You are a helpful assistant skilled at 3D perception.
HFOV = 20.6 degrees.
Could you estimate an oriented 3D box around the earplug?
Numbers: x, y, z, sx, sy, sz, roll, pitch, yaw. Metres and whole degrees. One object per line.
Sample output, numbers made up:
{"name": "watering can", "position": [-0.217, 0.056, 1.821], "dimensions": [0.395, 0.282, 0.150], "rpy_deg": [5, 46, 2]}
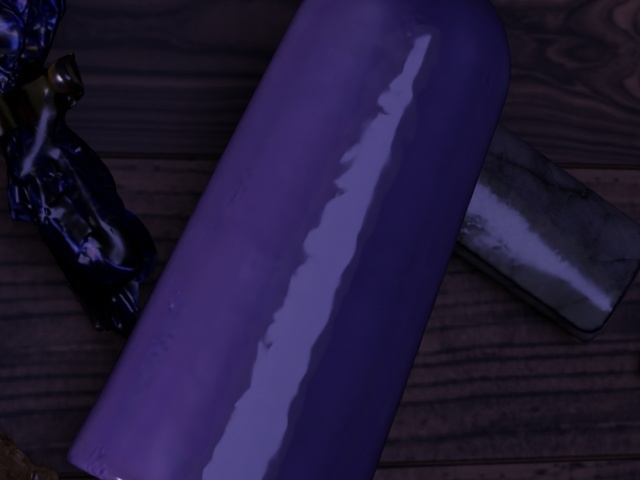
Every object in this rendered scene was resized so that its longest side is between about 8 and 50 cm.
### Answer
{"name": "earplug", "position": [0.000, 0.000, 1.292], "dimensions": [0.215, 0.215, 0.456], "rpy_deg": [25, 82, -13]}

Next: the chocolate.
{"name": "chocolate", "position": [-0.208, -0.085, 1.303], "dimensions": [0.126, 0.148, 0.343], "rpy_deg": [-17, 85, -34]}

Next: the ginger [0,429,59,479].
{"name": "ginger", "position": [-0.297, 0.194, 1.282], "dimensions": [0.193, 0.052, 0.176], "rpy_deg": [38, 68, 4]}

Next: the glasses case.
{"name": "glasses case", "position": [0.129, -0.044, 1.450], "dimensions": [0.299, 0.060, 0.114], "rpy_deg": [34, 75, -10]}
